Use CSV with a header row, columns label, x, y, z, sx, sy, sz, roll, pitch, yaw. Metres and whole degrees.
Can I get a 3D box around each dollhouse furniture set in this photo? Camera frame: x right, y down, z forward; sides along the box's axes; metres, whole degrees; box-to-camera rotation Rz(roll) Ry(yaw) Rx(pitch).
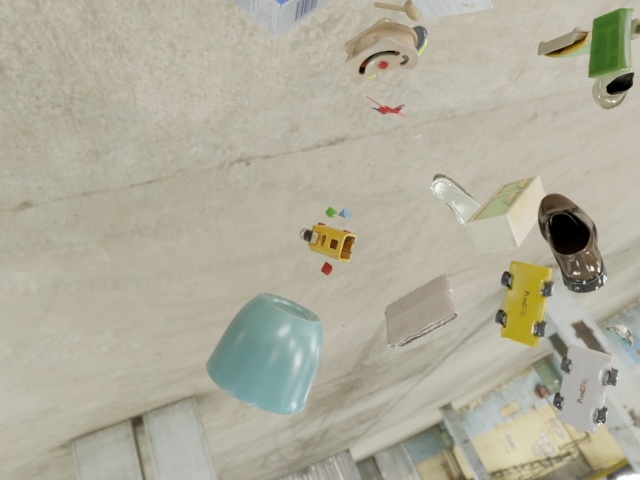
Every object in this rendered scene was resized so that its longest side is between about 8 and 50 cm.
label,x,y,z,sx,sy,sz,roll,pitch,yaw
dollhouse furniture set,0.787,-0.518,1.293,0.198,0.151,0.301,-4,-172,-16

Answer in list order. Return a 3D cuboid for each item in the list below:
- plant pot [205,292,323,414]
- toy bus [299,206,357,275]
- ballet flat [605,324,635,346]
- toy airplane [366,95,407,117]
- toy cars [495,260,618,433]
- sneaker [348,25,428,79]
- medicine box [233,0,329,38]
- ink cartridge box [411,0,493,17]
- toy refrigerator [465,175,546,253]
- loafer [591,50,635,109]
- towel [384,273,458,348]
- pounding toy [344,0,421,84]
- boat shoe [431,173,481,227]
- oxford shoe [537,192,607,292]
label,x,y,z,sx,sy,sz,roll,pitch,yaw
plant pot,-0.127,0.282,1.244,0.293,0.293,0.235,21,93,-56
toy bus,0.011,-0.002,1.460,0.202,0.190,0.104,-34,159,24
ballet flat,0.820,0.251,1.254,0.114,0.041,0.041,31,124,-24
toy airplane,0.210,-0.393,1.387,0.151,0.151,0.028,15,97,-53
toy cars,0.507,0.215,0.988,0.176,0.393,0.087,-38,171,40
sneaker,0.233,-0.671,1.628,0.300,0.111,0.121,-20,166,26
medicine box,-0.149,-0.870,1.524,0.263,0.289,0.149,-44,173,-20
ink cartridge box,0.274,-0.559,1.007,0.145,0.179,0.045,25,82,-47
toy refrigerator,0.468,-0.073,1.144,0.102,0.094,0.269,-13,-164,45
loafer,0.947,-0.498,1.484,0.102,0.092,0.268,-11,155,23
towel,0.336,0.244,1.577,0.049,0.187,0.282,36,123,-26
pounding toy,0.193,-0.577,1.327,0.270,0.154,0.154,-18,153,41
boat shoe,0.581,-0.163,1.912,0.109,0.305,0.091,-42,-166,30
oxford shoe,0.410,-0.025,0.762,0.083,0.227,0.096,-23,119,23
